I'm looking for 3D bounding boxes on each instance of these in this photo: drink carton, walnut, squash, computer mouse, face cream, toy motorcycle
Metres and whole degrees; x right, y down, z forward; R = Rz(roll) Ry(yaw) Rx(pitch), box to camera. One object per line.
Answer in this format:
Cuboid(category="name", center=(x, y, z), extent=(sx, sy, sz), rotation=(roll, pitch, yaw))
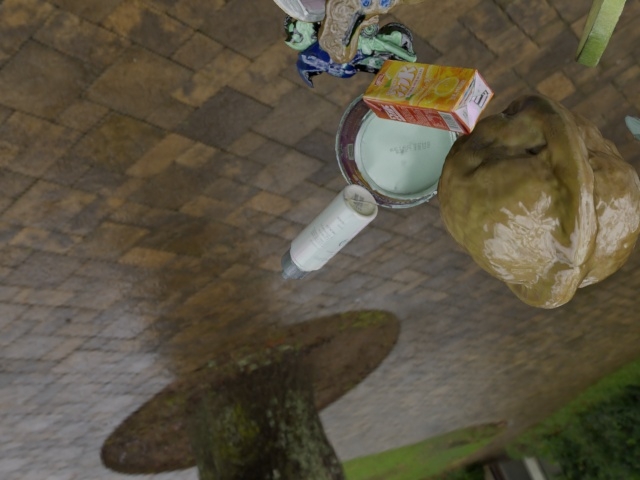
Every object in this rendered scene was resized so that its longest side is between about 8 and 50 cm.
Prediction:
Cuboid(category="drink carton", center=(0.190, -0.263, 1.424), extent=(0.071, 0.222, 0.096), rotation=(42, 75, -41))
Cuboid(category="walnut", center=(0.405, -0.076, 1.444), extent=(0.383, 0.384, 0.384), rotation=(-19, 156, -9))
Cuboid(category="squash", center=(0.509, -0.427, 1.375), extent=(0.048, 0.252, 0.252), rotation=(20, 156, 8))
Cuboid(category="computer mouse", center=(-0.077, -0.551, 1.634), extent=(0.056, 0.245, 0.126), rotation=(-32, -178, 38))
Cuboid(category="face cream", center=(0.000, 0.000, 1.705), extent=(0.092, 0.092, 0.311), rotation=(-1, 149, -40))
Cuboid(category="toy motorcycle", center=(0.066, -0.456, 1.919), extent=(0.330, 0.125, 0.196), rotation=(10, 111, -6))

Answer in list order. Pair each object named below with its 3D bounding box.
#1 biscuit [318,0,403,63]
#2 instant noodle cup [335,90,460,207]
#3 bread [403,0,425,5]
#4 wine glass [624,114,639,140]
Cuboid(category="biscuit", center=(0.085, -0.454, 1.361), extent=(0.183, 0.047, 0.320), rotation=(22, 120, -20))
Cuboid(category="instant noodle cup", center=(0.207, -0.236, 1.966), extent=(0.339, 0.340, 0.266), rotation=(-24, -174, 2))
Cuboid(category="bread", center=(0.252, -0.632, 1.590), extent=(0.347, 0.253, 0.376), rotation=(-20, -171, -6))
Cuboid(category="wine glass", center=(0.571, -0.228, 1.271), extent=(0.155, 0.073, 0.073), rotation=(-40, 156, 0))
